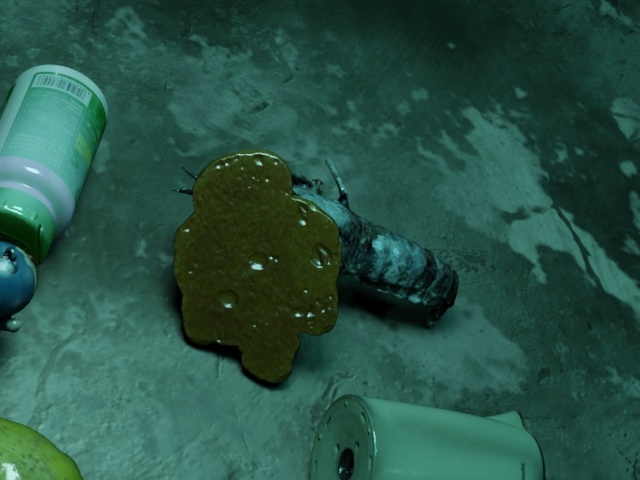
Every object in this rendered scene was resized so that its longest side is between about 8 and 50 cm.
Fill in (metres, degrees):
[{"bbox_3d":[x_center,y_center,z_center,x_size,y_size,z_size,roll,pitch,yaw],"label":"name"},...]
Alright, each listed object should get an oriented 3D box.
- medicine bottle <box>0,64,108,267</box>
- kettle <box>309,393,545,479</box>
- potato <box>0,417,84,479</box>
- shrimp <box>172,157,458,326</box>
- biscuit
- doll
[{"bbox_3d":[-0.353,-0.087,2.287,0.133,0.133,0.274,24,41,-9],"label":"medicine bottle"},{"bbox_3d":[0.130,0.306,2.200,0.255,0.165,0.240,11,75,-28],"label":"kettle"},{"bbox_3d":[-0.360,0.265,1.931,0.228,0.148,0.197,-2,29,-40],"label":"potato"},{"bbox_3d":[-0.002,-0.002,2.407,0.411,0.166,0.221,18,70,-9],"label":"shrimp"},{"bbox_3d":[-0.076,0.032,2.297,0.208,0.041,0.290,-7,94,-1],"label":"biscuit"},{"bbox_3d":[-0.374,0.058,2.120,0.085,0.152,0.114,-21,61,-44],"label":"doll"}]
